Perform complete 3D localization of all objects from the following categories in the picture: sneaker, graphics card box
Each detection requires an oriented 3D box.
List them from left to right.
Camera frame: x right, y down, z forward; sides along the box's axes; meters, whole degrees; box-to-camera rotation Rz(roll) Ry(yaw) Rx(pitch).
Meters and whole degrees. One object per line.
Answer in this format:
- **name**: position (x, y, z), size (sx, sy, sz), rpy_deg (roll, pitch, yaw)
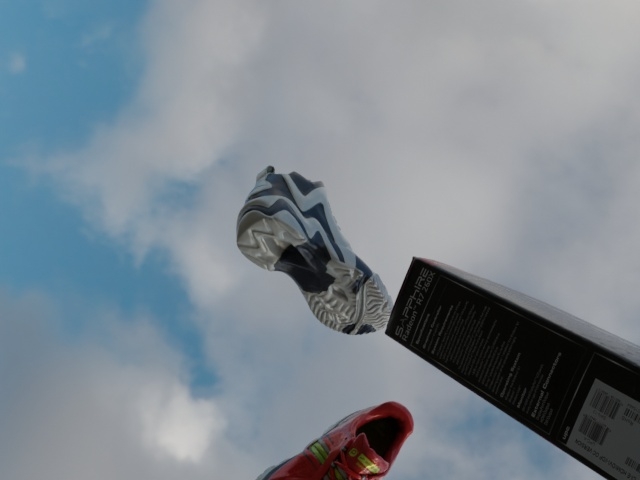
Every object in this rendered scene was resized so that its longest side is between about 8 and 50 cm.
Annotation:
- **sneaker**: position (0.000, 0.000, 0.910), size (0.094, 0.235, 0.153), rpy_deg (-39, -148, 31)
- **sneaker**: position (0.015, 0.270, 0.899), size (0.107, 0.279, 0.118), rpy_deg (49, -47, 3)
- **graphics card box**: position (0.256, 0.133, 0.674), size (0.371, 0.233, 0.094), rpy_deg (27, -84, 53)
